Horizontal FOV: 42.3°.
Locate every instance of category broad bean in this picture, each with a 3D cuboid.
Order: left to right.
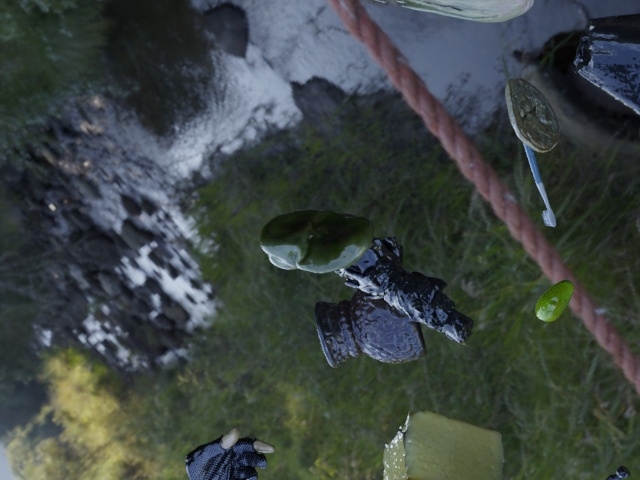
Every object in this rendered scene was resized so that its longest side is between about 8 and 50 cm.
[{"bbox_3d":[-0.001,-0.002,1.443,0.206,0.153,0.072,-1,136,20],"label":"broad bean"}]

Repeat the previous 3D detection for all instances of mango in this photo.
[{"bbox_3d":[0.519,0.132,1.825,0.056,0.108,0.073,43,-172,34],"label":"mango"}]

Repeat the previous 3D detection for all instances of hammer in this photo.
[{"bbox_3d":[0.531,0.450,1.308,0.201,0.078,0.021,41,-158,13],"label":"hammer"}]

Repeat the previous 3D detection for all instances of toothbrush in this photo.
[{"bbox_3d":[0.495,-0.153,1.903,0.025,0.019,0.276,7,126,53],"label":"toothbrush"}]

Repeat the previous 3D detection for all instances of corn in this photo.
[{"bbox_3d":[0.162,-0.394,1.181,0.305,0.122,0.123,24,141,27],"label":"corn"}]

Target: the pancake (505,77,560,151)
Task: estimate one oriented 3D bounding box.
[{"bbox_3d":[0.398,-0.239,1.567,0.158,0.158,0.028,50,135,-11],"label":"pancake"}]

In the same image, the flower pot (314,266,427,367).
[{"bbox_3d":[0.135,0.228,2.293,0.266,0.267,0.266,-16,-90,-84],"label":"flower pot"}]

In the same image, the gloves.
[{"bbox_3d":[-0.173,0.451,1.682,0.106,0.180,0.129,52,-161,-78],"label":"gloves"}]

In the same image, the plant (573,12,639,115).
[{"bbox_3d":[0.567,-0.302,1.406,0.256,0.142,0.164,18,135,3],"label":"plant"}]

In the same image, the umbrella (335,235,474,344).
[{"bbox_3d":[0.166,0.080,1.647,0.336,0.128,0.154,27,150,41],"label":"umbrella"}]

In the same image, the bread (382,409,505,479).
[{"bbox_3d":[0.139,0.422,1.307,0.198,0.263,0.236,26,144,-28],"label":"bread"}]
